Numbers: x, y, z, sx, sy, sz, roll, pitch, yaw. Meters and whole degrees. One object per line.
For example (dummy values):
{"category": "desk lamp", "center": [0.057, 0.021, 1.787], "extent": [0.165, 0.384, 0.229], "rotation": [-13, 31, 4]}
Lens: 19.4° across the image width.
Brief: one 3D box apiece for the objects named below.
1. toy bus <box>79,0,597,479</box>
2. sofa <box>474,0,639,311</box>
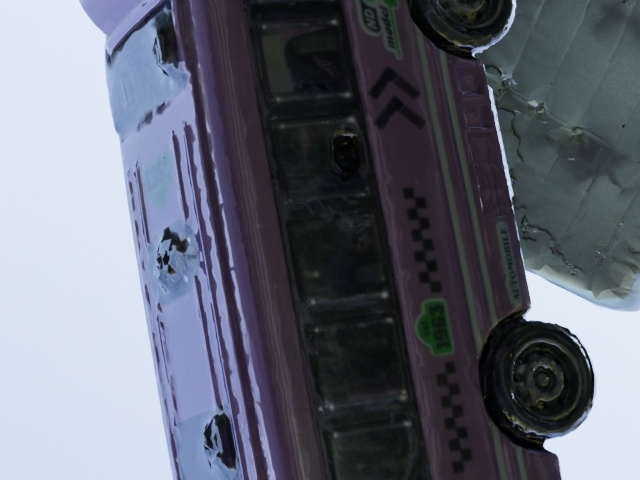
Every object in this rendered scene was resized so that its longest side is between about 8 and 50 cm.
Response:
{"category": "toy bus", "center": [0.000, 0.000, 0.539], "extent": [0.108, 0.096, 0.199], "rotation": [-6, -101, -26]}
{"category": "sofa", "center": [0.184, -0.083, 1.168], "extent": [0.176, 0.210, 0.225], "rotation": [31, -158, 20]}
